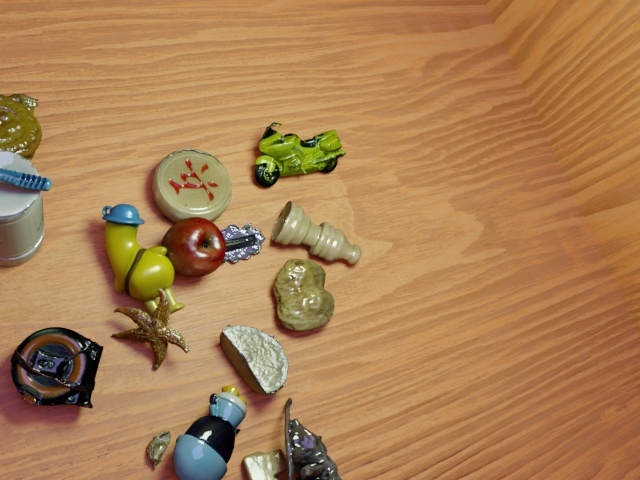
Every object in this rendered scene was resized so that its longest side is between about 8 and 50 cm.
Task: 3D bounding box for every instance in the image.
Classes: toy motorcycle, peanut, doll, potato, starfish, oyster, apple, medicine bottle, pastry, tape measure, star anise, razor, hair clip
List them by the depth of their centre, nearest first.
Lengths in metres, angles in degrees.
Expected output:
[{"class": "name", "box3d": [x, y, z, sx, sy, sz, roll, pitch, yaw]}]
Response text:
[{"class": "razor", "box3d": [-0.760, -0.154, 1.500, 0.253, 0.042, 0.082, 12, 62, -17]}, {"class": "medicine bottle", "box3d": [-0.814, -0.071, 1.659, 0.189, 0.332, 0.190, 8, 64, -18]}, {"class": "tape measure", "box3d": [-0.683, 0.327, 1.674, 0.222, 0.135, 0.202, 14, 74, -15]}, {"class": "oyster", "box3d": [-0.442, 0.566, 1.765, 0.083, 0.038, 0.081, -28, 111, -58]}, {"class": "doll", "box3d": [-0.304, 0.550, 1.768, 0.177, 0.141, 0.314, 60, 40, -29]}, {"class": "starfish", "box3d": [-0.468, 0.246, 1.799, 0.227, 0.043, 0.241, 12, 103, -3]}, {"class": "pastry", "box3d": [-0.922, -0.299, 1.823, 0.240, 0.132, 0.235, 2, 61, -32]}, {"class": "star anise", "box3d": [-0.026, 0.647, 1.828, 0.139, 0.359, 0.316, -26, 105, 3]}, {"class": "doll", "box3d": [-0.527, 0.061, 1.841, 0.199, 0.145, 0.363, -30, 88, 8]}, {"class": "apple", "box3d": [-0.376, 0.023, 1.919, 0.180, 0.168, 0.181, 15, 64, -33]}, {"class": "potato", "box3d": [-0.189, 0.346, 1.926, 0.138, 0.098, 0.243, -31, 79, -35]}, {"class": "peanut", "box3d": [-0.055, 0.171, 2.050, 0.196, 0.110, 0.233, -9, 74, -23]}, {"class": "hair clip", "box3d": [-0.262, 0.003, 2.055, 0.195, 0.052, 0.124, -18, 85, -35]}, {"class": "toy motorcycle", "box3d": [-0.083, -0.311, 2.213, 0.342, 0.142, 0.206, -16, 116, -30]}]

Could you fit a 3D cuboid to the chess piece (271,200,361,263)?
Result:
[{"class": "chess piece", "box3d": [0.000, 0.000, 2.152, 0.307, 0.124, 0.139, 27, 31, -18]}]

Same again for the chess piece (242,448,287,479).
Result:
[{"class": "chess piece", "box3d": [-0.121, 0.733, 1.805, 0.137, 0.137, 0.301, -15, 66, -29]}]

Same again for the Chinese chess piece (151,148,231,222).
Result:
[{"class": "Chinese chess piece", "box3d": [-0.402, -0.165, 2.023, 0.249, 0.103, 0.250, 9, 65, -20]}]
